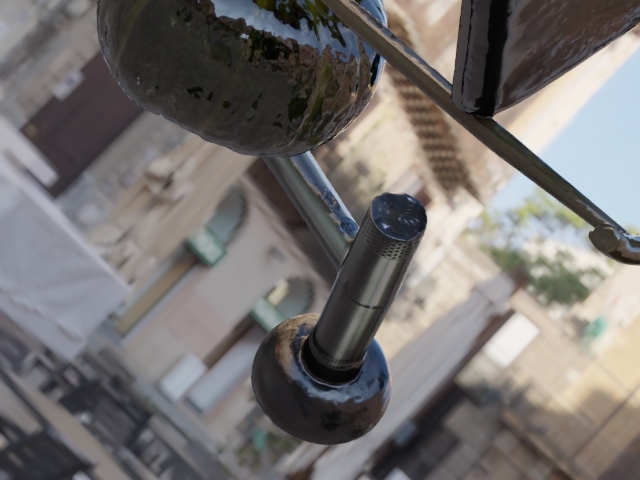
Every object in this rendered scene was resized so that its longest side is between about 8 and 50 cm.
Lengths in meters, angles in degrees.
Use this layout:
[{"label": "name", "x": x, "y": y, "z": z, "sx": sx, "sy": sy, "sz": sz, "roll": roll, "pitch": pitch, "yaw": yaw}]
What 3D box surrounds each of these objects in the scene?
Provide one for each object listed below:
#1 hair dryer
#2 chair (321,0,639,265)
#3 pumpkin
[{"label": "hair dryer", "x": 0.011, "y": 0.007, "z": 1.588, "sx": 0.320, "sy": 0.155, "sz": 0.284, "roll": 105, "pitch": -27, "yaw": -43}, {"label": "chair", "x": 0.131, "y": -0.137, "z": 0.741, "sx": 0.272, "sy": 0.188, "sz": 0.166, "roll": 48, "pitch": -17, "yaw": 21}, {"label": "pumpkin", "x": -0.057, "y": -0.157, "z": 1.114, "sx": 0.223, "sy": 0.157, "sz": 0.224, "roll": 20, "pitch": 36, "yaw": -15}]
